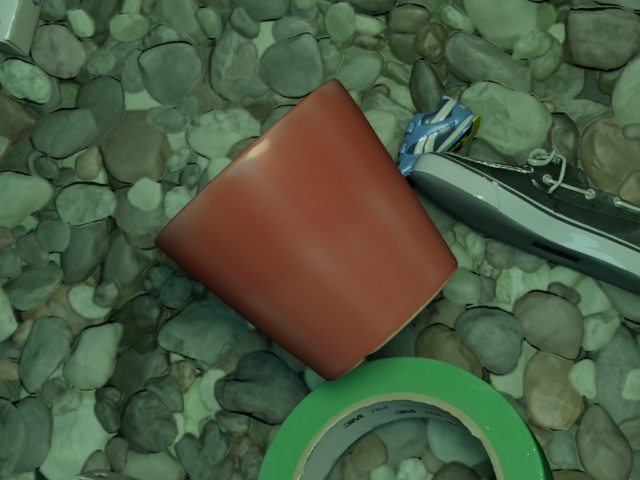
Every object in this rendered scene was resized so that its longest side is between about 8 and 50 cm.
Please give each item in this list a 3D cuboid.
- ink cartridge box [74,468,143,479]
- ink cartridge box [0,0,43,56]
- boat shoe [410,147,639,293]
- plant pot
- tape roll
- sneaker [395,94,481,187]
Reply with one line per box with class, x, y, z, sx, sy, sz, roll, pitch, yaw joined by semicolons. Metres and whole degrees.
ink cartridge box;-0.185;0.309;1.447;0.180;0.104;0.060;14;86;7
ink cartridge box;-0.402;-0.332;1.553;0.139;0.082;0.190;13;86;7
boat shoe;0.254;-0.046;1.448;0.306;0.113;0.105;23;78;3
plant pot;0.000;0.000;1.402;0.275;0.275;0.243;-43;91;-1
tape roll;0.088;0.287;1.384;0.321;0.077;0.321;-8;65;18
sneaker;0.117;-0.110;1.499;0.144;0.053;0.059;-41;76;-6
